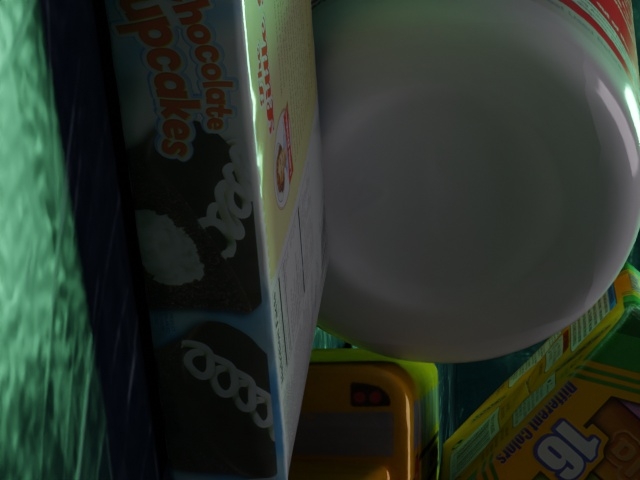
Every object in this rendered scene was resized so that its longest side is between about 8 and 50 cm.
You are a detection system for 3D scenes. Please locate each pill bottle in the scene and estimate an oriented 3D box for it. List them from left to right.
[{"bbox_3d":[0.084,-0.121,1.080,0.408,0.229,0.229,-76,165,-59],"label":"pill bottle"}]

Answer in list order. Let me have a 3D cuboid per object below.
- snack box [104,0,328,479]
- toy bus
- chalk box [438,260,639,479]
[{"bbox_3d":[-0.042,-0.071,0.771,0.187,0.060,0.322,-79,167,-57],"label":"snack box"},{"bbox_3d":[0.010,0.133,0.994,0.332,0.108,0.130,11,80,-83],"label":"toy bus"},{"bbox_3d":[0.233,0.181,1.041,0.179,0.289,0.180,-49,-179,10],"label":"chalk box"}]
